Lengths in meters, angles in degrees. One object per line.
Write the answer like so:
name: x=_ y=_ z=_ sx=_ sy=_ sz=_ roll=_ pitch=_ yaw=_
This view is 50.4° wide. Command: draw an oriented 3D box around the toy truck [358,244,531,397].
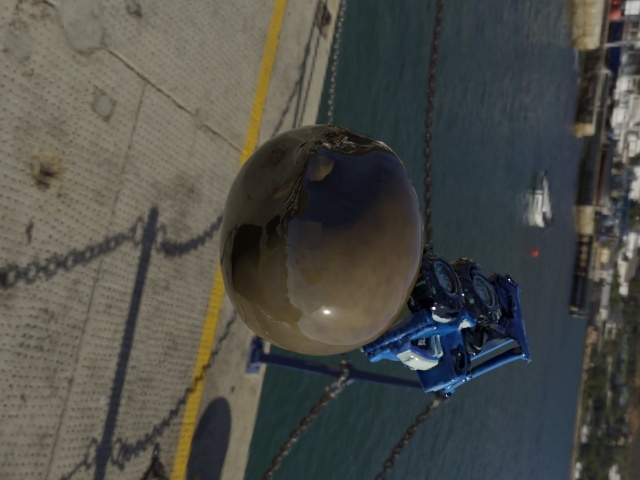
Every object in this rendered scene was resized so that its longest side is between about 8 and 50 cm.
toy truck: x=0.132 y=0.091 z=0.706 sx=0.208 sy=0.113 sz=0.126 roll=9 pitch=54 yaw=-47

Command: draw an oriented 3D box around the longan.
longan: x=0.000 y=0.000 z=0.545 sx=0.189 sy=0.189 sz=0.189 roll=7 pitch=90 yaw=-68
